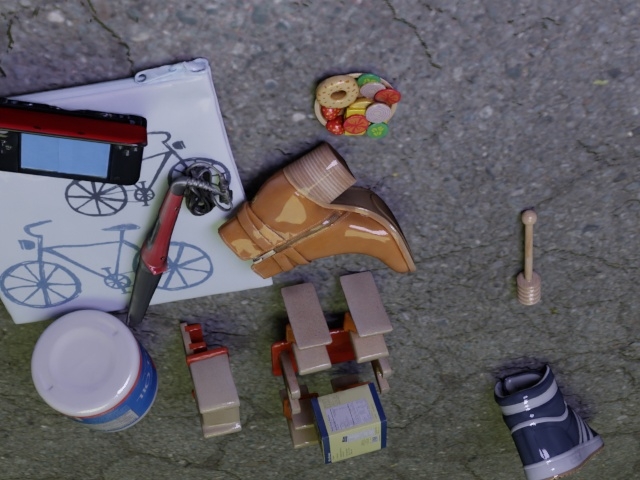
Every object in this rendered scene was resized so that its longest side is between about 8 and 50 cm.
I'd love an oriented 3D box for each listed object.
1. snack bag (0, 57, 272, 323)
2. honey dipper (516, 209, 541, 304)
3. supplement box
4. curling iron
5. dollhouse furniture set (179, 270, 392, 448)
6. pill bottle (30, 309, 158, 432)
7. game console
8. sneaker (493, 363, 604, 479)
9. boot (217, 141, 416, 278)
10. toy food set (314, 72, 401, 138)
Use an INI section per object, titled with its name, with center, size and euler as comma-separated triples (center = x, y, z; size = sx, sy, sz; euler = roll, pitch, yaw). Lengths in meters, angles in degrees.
[snack bag]
center = -0.238, -0.037, 0.957
size = 0.323, 0.037, 0.342
euler = -9, 139, 4
[honey dipper]
center = 0.250, 0.019, 1.089
size = 0.030, 0.030, 0.161
euler = -8, 138, 4
[supplement box]
center = 0.036, 0.232, 1.150
size = 0.083, 0.056, 0.083
euler = -14, 144, -7
[curling iron]
center = -0.164, 0.018, 0.973
size = 0.068, 0.035, 0.274
euler = 15, 135, -22
[dollhouse furniture set]
center = -0.041, 0.152, 1.177
size = 0.259, 0.135, 0.262
euler = -11, 143, -11
[pill bottle]
center = -0.267, 0.169, 1.119
size = 0.124, 0.124, 0.221
euler = -3, 162, -3
[game console]
center = -0.232, -0.077, 0.820
size = 0.144, 0.085, 0.124
euler = 7, 137, -13
[sneaker]
center = 0.345, 0.265, 1.371
size = 0.099, 0.153, 0.282
euler = -26, 168, 21
[boot]
center = 0.000, 0.000, 0.976
size = 0.152, 0.073, 0.197
euler = -37, 119, 12
[toy food set]
center = 0.036, -0.130, 0.878
size = 0.082, 0.020, 0.083
euler = -2, 142, -4
